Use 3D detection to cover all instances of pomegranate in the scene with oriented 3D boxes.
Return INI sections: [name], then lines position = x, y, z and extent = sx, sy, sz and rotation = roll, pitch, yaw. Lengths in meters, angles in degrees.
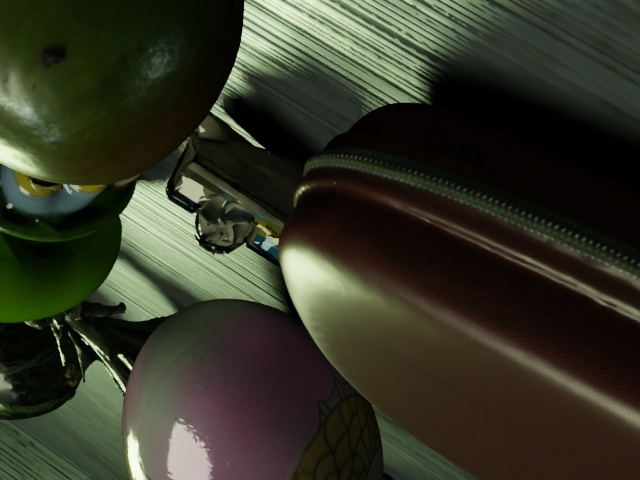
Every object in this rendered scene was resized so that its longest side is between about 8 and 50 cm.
[pomegranate]
position = -0.141, -0.086, 0.719
extent = 0.181, 0.224, 0.181
rotation = 39, 171, 7

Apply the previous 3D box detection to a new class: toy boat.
[toy boat]
position = 0.000, 0.000, 0.954
extent = 0.210, 0.066, 0.084
rotation = 31, -162, -12

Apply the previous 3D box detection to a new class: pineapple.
[pineapple]
position = -0.246, 0.045, 1.494
extent = 0.277, 0.119, 0.130
rotation = 37, 120, -4

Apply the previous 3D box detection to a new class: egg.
[egg]
position = -0.056, 0.153, 1.233
extent = 0.196, 0.196, 0.271
rotation = 24, 165, 37

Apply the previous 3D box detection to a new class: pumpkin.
[pumpkin]
position = -0.339, 0.108, 1.775
extent = 0.190, 0.146, 0.190
rotation = 38, 140, 40

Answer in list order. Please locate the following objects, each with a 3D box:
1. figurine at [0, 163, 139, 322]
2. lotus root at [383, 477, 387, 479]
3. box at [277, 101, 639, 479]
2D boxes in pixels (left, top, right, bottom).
[figurine]
position = -0.213, -0.021, 1.180
extent = 0.263, 0.162, 0.143
rotation = -33, 68, 61
[lotus root]
position = 0.032, 0.259, 1.556
extent = 0.159, 0.095, 0.135
rotation = 0, -176, -23
[box]
position = 0.160, 0.077, 0.744
extent = 0.404, 0.108, 0.263
rotation = 28, 162, 29
